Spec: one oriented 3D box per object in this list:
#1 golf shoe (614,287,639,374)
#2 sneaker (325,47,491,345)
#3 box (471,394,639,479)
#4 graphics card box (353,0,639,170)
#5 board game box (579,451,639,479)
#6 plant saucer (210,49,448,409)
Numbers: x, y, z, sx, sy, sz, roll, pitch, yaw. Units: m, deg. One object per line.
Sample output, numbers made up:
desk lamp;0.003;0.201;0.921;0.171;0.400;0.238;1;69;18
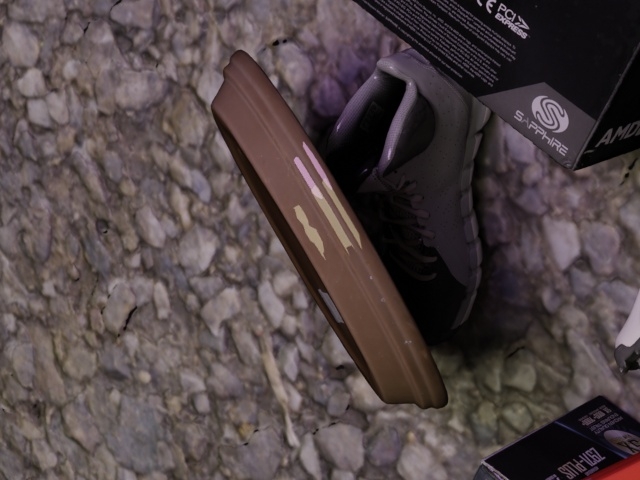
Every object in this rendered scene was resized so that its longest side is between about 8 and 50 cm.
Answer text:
golf shoe;0.234;-0.005;1.101;0.094;0.077;0.198;51;123;31
sneaker;0.047;-0.026;1.204;0.086;0.132;0.229;16;113;36
box;0.144;0.211;1.182;0.077;0.147;0.180;39;124;26
graphics card box;0.167;-0.255;1.061;0.233;0.094;0.371;40;124;24
board game box;0.301;0.193;0.981;0.316;0.064;0.242;-27;83;4
plant saucer;0.000;0.000;1.193;0.278;0.041;0.278;59;175;8
